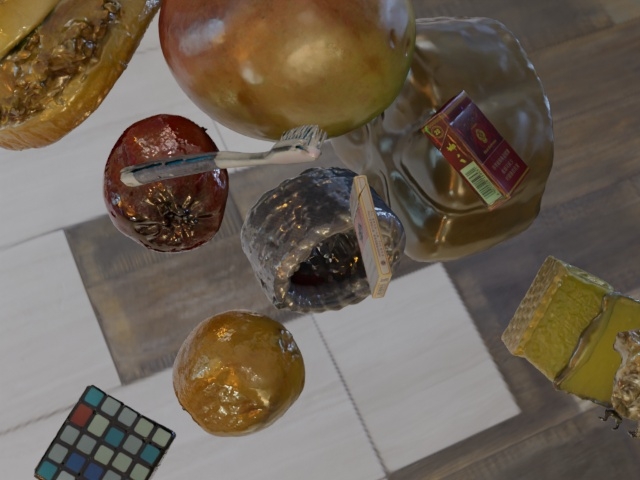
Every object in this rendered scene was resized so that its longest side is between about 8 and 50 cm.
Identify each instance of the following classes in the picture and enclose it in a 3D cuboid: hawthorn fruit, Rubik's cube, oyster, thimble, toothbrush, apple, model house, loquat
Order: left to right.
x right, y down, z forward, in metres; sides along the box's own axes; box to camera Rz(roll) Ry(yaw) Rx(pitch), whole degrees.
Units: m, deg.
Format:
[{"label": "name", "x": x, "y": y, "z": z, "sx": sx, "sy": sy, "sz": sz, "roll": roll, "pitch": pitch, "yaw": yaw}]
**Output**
[{"label": "Rubik's cube", "x": -0.384, "y": 0.387, "z": 1.651, "sx": 0.184, "sy": 0.182, "sz": 0.187, "roll": 31, "pitch": 74, "yaw": 0}, {"label": "hawthorn fruit", "x": -0.198, "y": -0.079, "z": 1.160, "sx": 0.169, "sy": 0.169, "sz": 0.188, "roll": -9, "pitch": 40, "yaw": -12}, {"label": "toothbrush", "x": -0.092, "y": -0.066, "z": 0.747, "sx": 0.024, "sy": 0.288, "sz": 0.026, "roll": 40, "pitch": 65, "yaw": -31}, {"label": "loquat", "x": -0.126, "y": 0.201, "z": 1.380, "sx": 0.187, "sy": 0.234, "sz": 0.176, "roll": 50, "pitch": 32, "yaw": 3}, {"label": "apple", "x": -0.035, "y": -0.298, "z": 1.248, "sx": 0.339, "sy": 0.305, "sz": 0.338, "roll": -22, "pitch": 52, "yaw": 31}, {"label": "thimble", "x": 0.000, "y": 0.000, "z": 1.426, "sx": 0.236, "sy": 0.205, "sz": 0.172, "roll": -32, "pitch": 45, "yaw": -8}, {"label": "model house", "x": 0.421, "y": 0.141, "z": 1.556, "sx": 0.175, "sy": 0.234, "sz": 0.193, "roll": 18, "pitch": 102, "yaw": -37}, {"label": "oyster", "x": 0.449, "y": 0.217, "z": 1.119, "sx": 0.337, "sy": 0.198, "sz": 0.133, "roll": 40, "pitch": 75, "yaw": -29}]

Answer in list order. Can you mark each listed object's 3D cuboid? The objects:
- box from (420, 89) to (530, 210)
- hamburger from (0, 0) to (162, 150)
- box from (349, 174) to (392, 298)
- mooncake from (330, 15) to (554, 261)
[{"label": "box", "x": 0.117, "y": -0.068, "z": 0.681, "sx": 0.082, "sy": 0.023, "sz": 0.051, "roll": 49, "pitch": 40, "yaw": -3}, {"label": "hamburger", "x": -0.455, "y": -0.316, "z": 1.454, "sx": 0.445, "sy": 0.268, "sz": 0.287, "roll": -39, "pitch": 34, "yaw": 14}, {"label": "box", "x": 0.037, "y": -0.002, "z": 0.687, "sx": 0.012, "sy": 0.046, "sz": 0.083, "roll": -10, "pitch": 67, "yaw": -8}, {"label": "mooncake", "x": 0.205, "y": -0.192, "z": 1.700, "sx": 0.262, "sy": 0.467, "sz": 0.467, "roll": -17, "pitch": 69, "yaw": -26}]
